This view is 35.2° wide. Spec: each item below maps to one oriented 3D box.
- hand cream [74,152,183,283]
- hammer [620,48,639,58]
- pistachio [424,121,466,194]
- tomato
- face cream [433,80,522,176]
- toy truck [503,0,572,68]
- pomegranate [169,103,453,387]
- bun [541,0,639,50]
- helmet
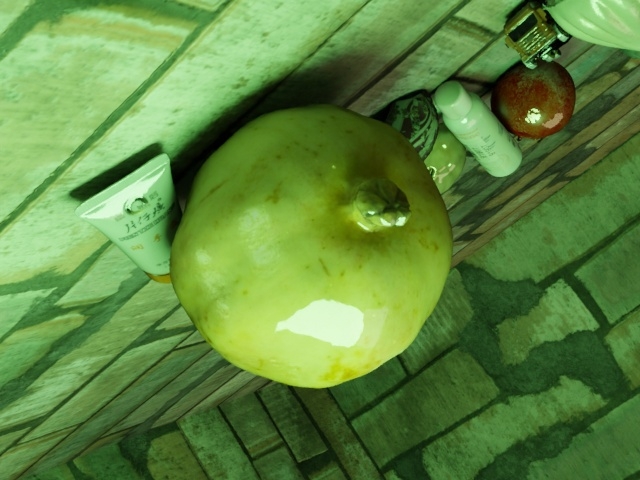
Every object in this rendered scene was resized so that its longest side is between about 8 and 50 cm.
[{"bbox_3d":[-0.243,-0.030,1.428,0.140,0.089,0.314,-34,160,-6],"label":"hand cream"},{"bbox_3d":[0.700,-0.495,1.923,0.335,0.119,0.206,-42,166,8],"label":"hammer"},{"bbox_3d":[0.200,-0.143,1.964,0.223,0.126,0.152,-50,-165,49],"label":"pistachio"},{"bbox_3d":[0.412,-0.275,1.942,0.167,0.167,0.167,-31,167,-8],"label":"tomato"},{"bbox_3d":[0.287,-0.207,1.858,0.082,0.082,0.269,-37,142,15],"label":"face cream"},{"bbox_3d":[0.376,-0.354,1.686,0.083,0.092,0.192,-41,173,34],"label":"toy truck"},{"bbox_3d":[0.000,0.000,1.414,0.412,0.411,0.411,-31,167,-8],"label":"pomegranate"},{"bbox_3d":[0.496,-0.378,1.549,0.263,0.175,0.263,-39,-173,6],"label":"bun"},{"bbox_3d":[0.142,-0.169,1.762,0.177,0.107,0.153,-32,164,-1],"label":"helmet"}]
